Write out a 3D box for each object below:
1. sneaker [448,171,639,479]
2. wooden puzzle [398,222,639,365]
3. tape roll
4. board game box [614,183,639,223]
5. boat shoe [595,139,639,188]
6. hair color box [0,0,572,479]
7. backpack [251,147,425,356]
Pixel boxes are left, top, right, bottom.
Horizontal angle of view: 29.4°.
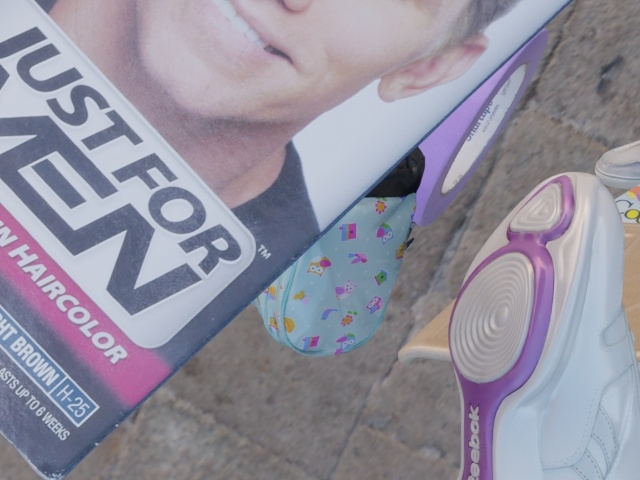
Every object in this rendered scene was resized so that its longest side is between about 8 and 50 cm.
[{"bbox_3d":[0.159,0.108,0.775,0.152,0.114,0.305,2,99,-25],"label":"sneaker"},{"bbox_3d":[0.300,0.072,1.243,0.347,0.322,0.081,-1,113,38],"label":"wooden puzzle"},{"bbox_3d":[0.161,-0.153,1.455,0.090,0.275,0.275,33,115,12],"label":"tape roll"},{"bbox_3d":[0.398,0.091,1.535,0.144,0.142,0.275,39,146,37],"label":"board game box"},{"bbox_3d":[0.466,-0.128,1.588,0.227,0.079,0.081,-9,125,25],"label":"boat shoe"},{"bbox_3d":[-0.042,-0.082,0.530,0.347,0.105,0.174,-44,94,-3],"label":"hair color box"},{"bbox_3d":[0.000,0.000,0.984,0.151,0.115,0.182,5,116,-26],"label":"backpack"}]
